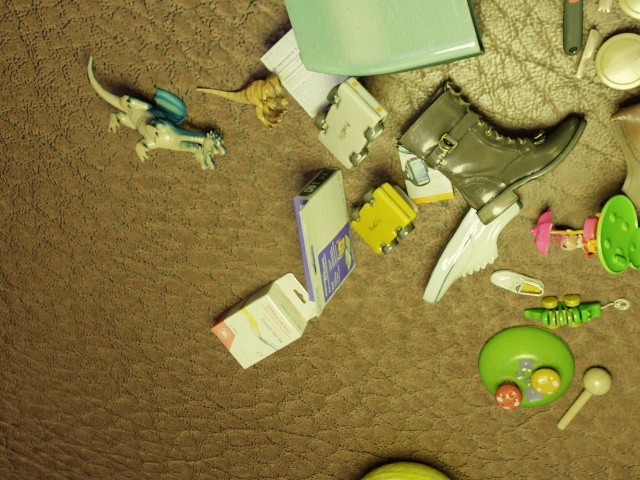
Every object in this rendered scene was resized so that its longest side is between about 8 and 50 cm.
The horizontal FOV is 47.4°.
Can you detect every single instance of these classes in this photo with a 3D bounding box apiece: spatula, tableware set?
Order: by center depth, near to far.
[{"bbox_3d":[0.368,-0.388,1.065,0.084,0.030,0.296,-7,138,13],"label":"spatula"},{"bbox_3d":[0.492,-0.333,1.136,0.128,0.039,0.194,19,112,17],"label":"tableware set"}]

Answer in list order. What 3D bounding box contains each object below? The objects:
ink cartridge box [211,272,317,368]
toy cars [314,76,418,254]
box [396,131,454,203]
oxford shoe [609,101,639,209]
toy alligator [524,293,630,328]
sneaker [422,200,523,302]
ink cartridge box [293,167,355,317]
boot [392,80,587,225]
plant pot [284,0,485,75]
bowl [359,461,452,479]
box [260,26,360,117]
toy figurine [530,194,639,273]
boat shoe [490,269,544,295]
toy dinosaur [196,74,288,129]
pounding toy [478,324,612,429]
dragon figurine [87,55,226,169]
[{"bbox_3d":[-0.109,0.164,1.489,0.198,0.067,0.115,-33,103,24],"label":"ink cartridge box"},{"bbox_3d":[0.094,-0.124,1.239,0.176,0.087,0.393,29,151,43],"label":"toy cars"},{"bbox_3d":[0.187,-0.136,1.304,0.081,0.028,0.136,-8,110,17],"label":"box"},{"bbox_3d":[0.586,-0.077,1.207,0.133,0.130,0.363,2,128,49],"label":"oxford shoe"},{"bbox_3d":[0.475,0.135,1.347,0.190,0.051,0.056,-7,113,16],"label":"toy alligator"},{"bbox_3d":[0.272,0.020,1.318,0.091,0.094,0.258,29,117,4],"label":"sneaker"},{"bbox_3d":[0.000,0.000,1.308,0.045,0.208,0.206,1,114,21],"label":"ink cartridge box"},{"bbox_3d":[0.282,-0.178,1.217,0.263,0.091,0.229,-42,84,1],"label":"boot"},{"bbox_3d":[0.086,-0.356,1.075,0.252,0.248,0.247,-15,99,18],"label":"plant pot"},{"bbox_3d":[0.194,0.572,1.558,0.290,0.156,0.289,5,116,11],"label":"bowl"},{"bbox_3d":[-0.008,-0.305,1.245,0.126,0.072,0.137,-37,102,24],"label":"box"},{"bbox_3d":[0.450,-0.007,1.257,0.159,0.173,0.130,5,77,49],"label":"toy figurine"},{"bbox_3d":[0.367,0.082,1.357,0.100,0.035,0.035,15,117,6],"label":"boat shoe"},{"bbox_3d":[-0.115,-0.256,1.297,0.212,0.064,0.112,-2,130,49],"label":"toy dinosaur"},{"bbox_3d":[0.418,0.280,1.396,0.237,0.110,0.183,29,118,-1],"label":"pounding toy"},{"bbox_3d":[-0.305,-0.225,1.344,0.289,0.144,0.085,41,120,14],"label":"dragon figurine"}]
